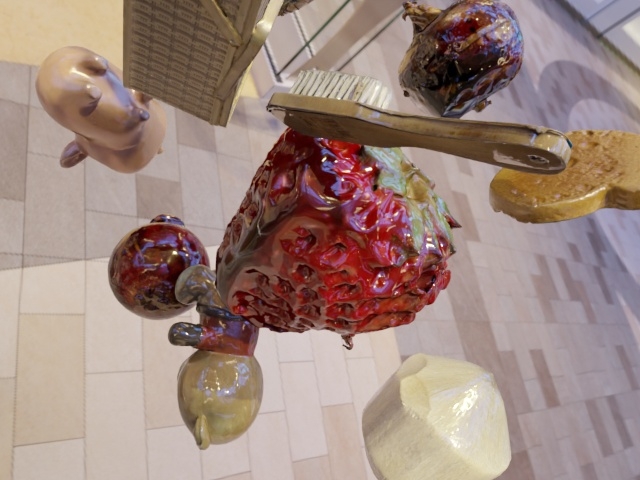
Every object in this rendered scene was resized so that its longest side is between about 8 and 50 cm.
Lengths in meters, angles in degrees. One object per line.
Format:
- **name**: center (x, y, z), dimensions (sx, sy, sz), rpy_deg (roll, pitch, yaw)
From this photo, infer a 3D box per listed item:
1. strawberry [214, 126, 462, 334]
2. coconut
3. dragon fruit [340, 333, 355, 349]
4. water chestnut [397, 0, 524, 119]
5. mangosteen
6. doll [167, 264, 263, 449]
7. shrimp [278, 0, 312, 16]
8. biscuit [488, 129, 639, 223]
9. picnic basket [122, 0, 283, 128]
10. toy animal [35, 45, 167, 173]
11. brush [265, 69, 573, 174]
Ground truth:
- **strawberry**: center (0.000, 0.000, 0.756), dimensions (0.317, 0.344, 0.296), rpy_deg (24, 47, -45)
- **coconut**: center (0.209, 0.320, 0.903), dimensions (0.237, 0.266, 0.238), rpy_deg (29, 31, -19)
- **dragon fruit**: center (0.075, 0.256, 1.516), dimensions (0.094, 0.191, 0.094), rpy_deg (5, 35, -4)
- **water chestnut**: center (0.341, -0.500, 1.349), dimensions (0.335, 0.335, 0.347), rpy_deg (-26, 81, -48)
- **mangosteen**: center (-0.345, 0.045, 1.128), dimensions (0.215, 0.215, 0.258), rpy_deg (31, 28, -27)
- **doll**: center (-0.179, 0.211, 0.974), dimensions (0.235, 0.174, 0.331), rpy_deg (37, 54, -79)
- **shrimp**: center (-0.077, -0.487, 1.060), dimensions (0.124, 0.178, 0.034), rpy_deg (-29, 112, -39)
- **biscuit**: center (0.494, -0.117, 0.965), dimensions (0.343, 0.287, 0.057), rpy_deg (-31, 121, -24)
- **picnic basket**: center (-0.136, -0.331, 0.683), dimensions (0.175, 0.313, 0.228), rpy_deg (21, 63, -12)
- **toy animal**: center (-0.482, -0.283, 1.149), dimensions (0.326, 0.269, 0.237), rpy_deg (37, 62, -49)
- **brush**: center (0.077, -0.123, 0.497), dimensions (0.070, 0.327, 0.065), rpy_deg (33, 81, -49)
